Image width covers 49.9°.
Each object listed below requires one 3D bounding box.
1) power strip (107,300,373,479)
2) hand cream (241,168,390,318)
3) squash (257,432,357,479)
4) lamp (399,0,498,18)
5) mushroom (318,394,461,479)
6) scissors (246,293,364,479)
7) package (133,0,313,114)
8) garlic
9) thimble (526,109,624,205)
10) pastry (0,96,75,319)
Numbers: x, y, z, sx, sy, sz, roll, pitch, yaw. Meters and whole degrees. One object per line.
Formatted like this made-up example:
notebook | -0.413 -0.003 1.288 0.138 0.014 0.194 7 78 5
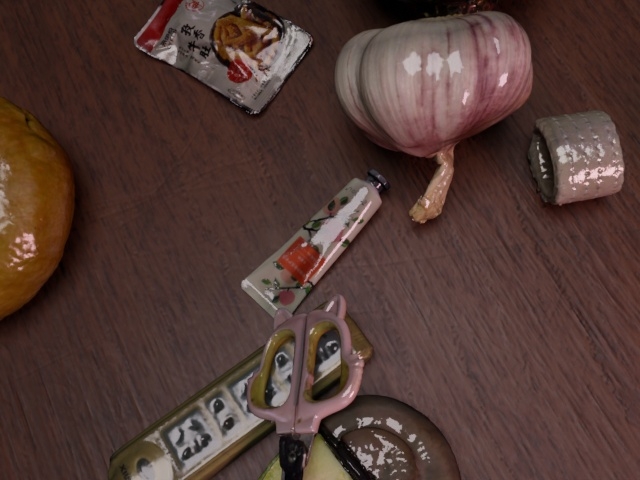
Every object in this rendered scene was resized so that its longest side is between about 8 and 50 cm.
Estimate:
power strip | -0.112 0.215 0.838 0.387 0.066 0.092 -36 70 -5
hand cream | 0.000 0.000 0.907 0.080 0.050 0.234 42 87 10
squash | 0.010 0.326 0.795 0.184 0.085 0.192 -46 75 24
lamp | 0.176 -0.432 0.903 0.303 0.257 0.303 -6 32 4
mushroom | 0.084 0.244 0.773 0.117 0.141 0.188 -38 66 -26
scissors | -0.026 0.208 0.741 0.160 0.024 0.318 -15 52 30
package | -0.147 -0.296 1.018 0.239 0.030 0.154 31 80 13
garlic | 0.140 -0.146 0.859 0.244 0.245 0.253 0 97 6
thimble | 0.322 -0.106 0.873 0.090 0.102 0.115 -10 43 3
pastry | -0.502 -0.041 0.910 0.355 0.164 0.356 -1 71 3
